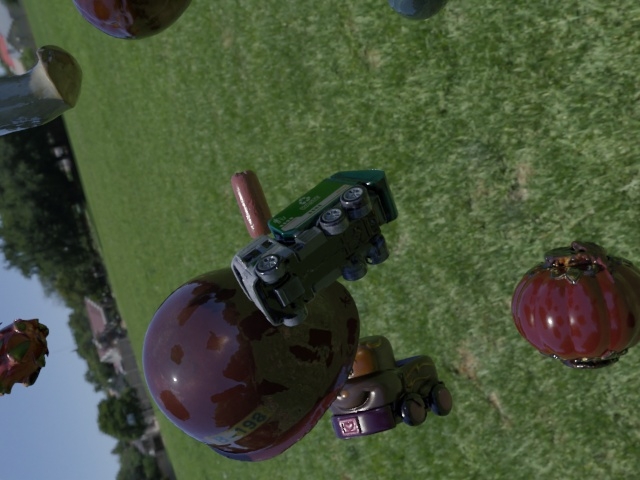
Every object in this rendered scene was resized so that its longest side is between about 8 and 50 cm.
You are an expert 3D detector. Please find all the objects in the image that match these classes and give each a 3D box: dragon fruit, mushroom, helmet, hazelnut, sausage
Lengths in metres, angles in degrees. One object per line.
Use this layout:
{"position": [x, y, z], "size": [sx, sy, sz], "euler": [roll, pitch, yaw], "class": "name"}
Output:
{"position": [-0.426, 0.164, 0.922], "size": [0.086, 0.081, 0.116], "euler": [49, -139, -54], "class": "dragon fruit"}
{"position": [-0.522, -0.193, 1.016], "size": [0.159, 0.329, 0.122], "euler": [-118, 7, -51], "class": "mushroom"}
{"position": [-0.153, 0.175, 1.102], "size": [0.230, 0.385, 0.337], "euler": [31, -143, -48], "class": "helmet"}
{"position": [-0.308, -0.434, 1.016], "size": [0.229, 0.230, 0.229], "euler": [163, 90, -71], "class": "hazelnut"}
{"position": [-0.150, -0.081, 1.470], "size": [0.154, 0.062, 0.062], "euler": [70, 161, -4], "class": "sausage"}

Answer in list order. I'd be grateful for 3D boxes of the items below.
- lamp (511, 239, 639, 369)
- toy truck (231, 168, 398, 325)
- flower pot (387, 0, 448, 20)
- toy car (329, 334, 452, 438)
{"position": [0.431, 0.101, 1.096], "size": [0.227, 0.227, 0.226], "euler": [163, 90, -71], "class": "lamp"}
{"position": [0.000, 0.000, 0.913], "size": [0.124, 0.253, 0.114], "euler": [32, 152, 50], "class": "toy truck"}
{"position": [0.252, -0.676, 1.693], "size": [0.157, 0.189, 0.242], "euler": [-15, 49, 43], "class": "flower pot"}
{"position": [0.156, 0.360, 1.685], "size": [0.271, 0.341, 0.240], "euler": [-24, 77, 41], "class": "toy car"}
